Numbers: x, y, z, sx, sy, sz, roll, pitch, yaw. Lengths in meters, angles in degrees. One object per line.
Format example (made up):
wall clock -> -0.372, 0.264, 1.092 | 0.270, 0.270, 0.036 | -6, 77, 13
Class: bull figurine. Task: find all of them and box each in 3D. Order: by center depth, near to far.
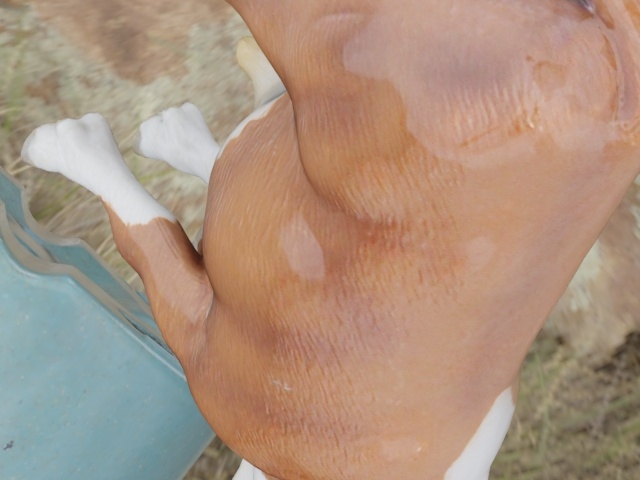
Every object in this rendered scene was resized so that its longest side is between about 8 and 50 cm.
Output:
bull figurine -> 0.000, 0.000, 0.516 | 0.188, 0.101, 0.310 | 45, 141, 18

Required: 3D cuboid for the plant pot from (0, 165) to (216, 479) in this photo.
plant pot -> -0.241, 0.113, 0.830 | 0.341, 0.341, 0.334 | 43, 89, -5
